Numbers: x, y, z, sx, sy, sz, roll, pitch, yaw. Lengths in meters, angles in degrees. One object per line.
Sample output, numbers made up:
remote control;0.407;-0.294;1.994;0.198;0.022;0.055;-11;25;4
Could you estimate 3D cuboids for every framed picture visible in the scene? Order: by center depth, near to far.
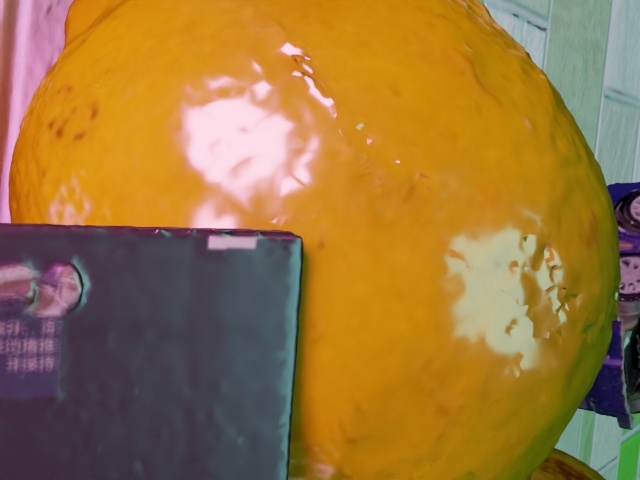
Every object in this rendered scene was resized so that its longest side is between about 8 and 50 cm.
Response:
framed picture;-0.135;0.160;0.493;0.255;0.014;0.338;1;98;-23

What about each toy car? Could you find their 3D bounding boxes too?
toy car;0.273;0.052;1.456;0.172;0.158;0.235;75;30;-44

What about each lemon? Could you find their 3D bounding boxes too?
lemon;-0.002;-0.002;0.651;0.260;0.261;0.284;-10;79;-66

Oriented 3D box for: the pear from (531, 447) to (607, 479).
pear;0.097;0.255;0.970;0.281;0.281;0.280;7;90;-67
